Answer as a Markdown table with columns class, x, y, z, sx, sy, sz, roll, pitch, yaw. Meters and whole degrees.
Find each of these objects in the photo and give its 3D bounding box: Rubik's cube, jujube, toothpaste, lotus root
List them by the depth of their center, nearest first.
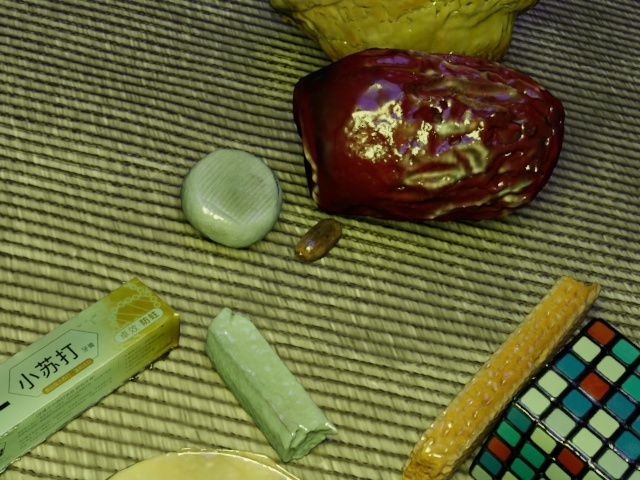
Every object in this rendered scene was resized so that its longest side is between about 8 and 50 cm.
| class | x | y | z | sx | sy | sz | roll | pitch | yaw |
| --- | --- | --- | --- | --- | --- | --- | --- | --- | --- |
| toothpaste | -0.305 | 0.162 | 1.256 | 0.089 | 0.071 | 0.313 | 39 | 54 | 23 |
| Rubik's cube | 0.311 | 0.237 | 1.261 | 0.182 | 0.187 | 0.184 | 40 | 51 | 20 |
| jujube | 0.140 | -0.133 | 1.479 | 0.377 | 0.258 | 0.258 | 8 | 50 | -11 |
| lotus root | 0.000 | -0.002 | 1.483 | 0.037 | 0.030 | 0.083 | 37 | 53 | 15 |

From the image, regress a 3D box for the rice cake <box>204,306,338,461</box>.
| class | x | y | z | sx | sy | sz | roll | pitch | yaw |
| --- | --- | --- | --- | --- | --- | --- | --- | --- | --- |
| rice cake | -0.067 | 0.174 | 1.302 | 0.063 | 0.069 | 0.206 | -24 | 63 | -31 |

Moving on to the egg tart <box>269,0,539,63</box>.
| class | x | y | z | sx | sy | sz | roll | pitch | yaw |
| --- | --- | --- | --- | --- | --- | --- | --- | --- | --- |
| egg tart | 0.143 | -0.332 | 1.627 | 0.443 | 0.443 | 0.178 | -6 | 96 | -18 |

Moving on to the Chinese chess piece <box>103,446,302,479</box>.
| class | x | y | z | sx | sy | sz | roll | pitch | yaw |
| --- | --- | --- | --- | --- | --- | --- | --- | --- | --- |
| Chinese chess piece | -0.119 | 0.371 | 1.082 | 0.338 | 0.140 | 0.338 | 6 | 50 | -7 |

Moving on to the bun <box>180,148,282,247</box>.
| class | x | y | z | sx | sy | sz | roll | pitch | yaw |
| --- | --- | --- | --- | --- | --- | --- | --- | --- | --- |
| bun | -0.121 | -0.052 | 1.465 | 0.141 | 0.083 | 0.140 | 8 | 58 | -14 |

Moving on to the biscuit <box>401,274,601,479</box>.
| class | x | y | z | sx | sy | sz | roll | pitch | yaw |
| --- | --- | --- | --- | --- | --- | --- | --- | --- | --- |
| biscuit | 0.230 | 0.169 | 1.358 | 0.054 | 0.094 | 0.379 | 37 | 53 | 17 |
